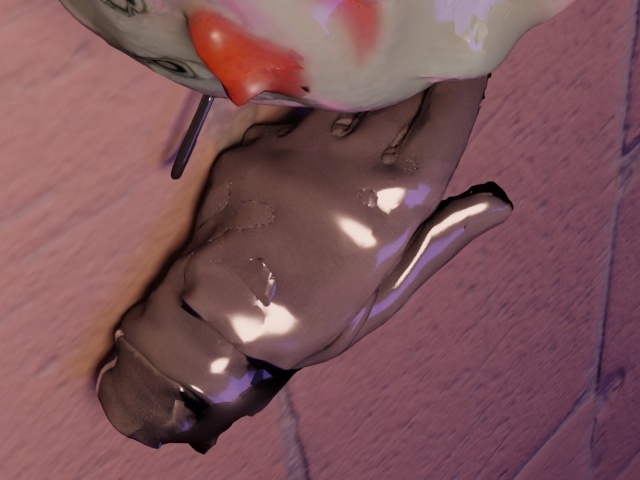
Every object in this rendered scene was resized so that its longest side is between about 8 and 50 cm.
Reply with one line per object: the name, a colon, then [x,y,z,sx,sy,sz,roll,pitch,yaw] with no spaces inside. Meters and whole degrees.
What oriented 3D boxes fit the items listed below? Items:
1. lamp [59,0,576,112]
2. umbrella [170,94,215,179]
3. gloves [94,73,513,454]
lamp: [0.032,-0.172,0.614,0.247,0.301,0.247,34,52,-50]
umbrella: [-0.018,-0.142,0.829,0.044,0.044,0.269,-70,-175,-70]
gloves: [-0.002,0.004,0.947,0.285,0.142,0.119,-52,-176,-8]
